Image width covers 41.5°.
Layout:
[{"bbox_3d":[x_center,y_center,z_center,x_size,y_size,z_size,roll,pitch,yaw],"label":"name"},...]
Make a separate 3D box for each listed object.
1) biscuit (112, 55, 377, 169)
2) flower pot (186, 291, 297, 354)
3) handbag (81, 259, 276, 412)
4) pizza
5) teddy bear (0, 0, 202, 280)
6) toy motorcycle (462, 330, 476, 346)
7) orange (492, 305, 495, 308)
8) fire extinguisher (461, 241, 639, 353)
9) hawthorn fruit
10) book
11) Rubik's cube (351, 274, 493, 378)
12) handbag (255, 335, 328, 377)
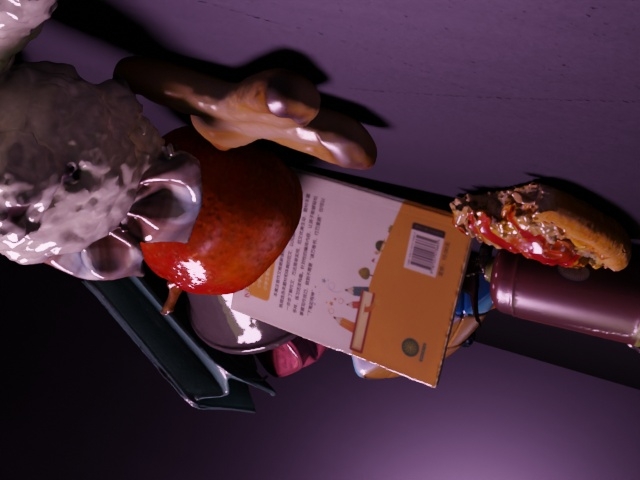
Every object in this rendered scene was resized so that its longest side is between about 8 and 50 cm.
[{"bbox_3d":[-0.065,-0.117,0.765,0.208,0.047,0.164,14,168,36],"label":"biscuit"},{"bbox_3d":[-0.113,0.016,1.265,0.269,0.269,0.166,13,148,34],"label":"flower pot"},{"bbox_3d":[-0.229,0.151,1.421,0.326,0.089,0.238,42,-177,23],"label":"handbag"},{"bbox_3d":[0.206,-0.011,0.862,0.188,0.062,0.199,27,170,-40],"label":"pizza"},{"bbox_3d":[-0.283,-0.068,0.635,0.362,0.327,0.375,48,-167,-8],"label":"teddy bear"},{"bbox_3d":[0.116,0.111,1.582,0.237,0.168,0.410,3,158,40],"label":"toy motorcycle"},{"bbox_3d":[0.268,0.078,1.344,0.086,0.062,0.086,-23,180,0],"label":"orange"},{"bbox_3d":[0.304,0.071,0.934,0.341,0.141,0.105,12,175,24],"label":"fire extinguisher"},{"bbox_3d":[-0.129,-0.017,0.959,0.197,0.225,0.196,26,176,2],"label":"hawthorn fruit"},{"bbox_3d":[0.028,0.034,1.024,0.295,0.208,0.020,19,-162,24],"label":"book"},{"bbox_3d":[0.103,0.102,1.291,0.254,0.254,0.254,18,173,2],"label":"Rubik's cube"},{"bbox_3d":[-0.075,0.112,1.440,0.225,0.135,0.146,53,151,-4],"label":"handbag"}]
